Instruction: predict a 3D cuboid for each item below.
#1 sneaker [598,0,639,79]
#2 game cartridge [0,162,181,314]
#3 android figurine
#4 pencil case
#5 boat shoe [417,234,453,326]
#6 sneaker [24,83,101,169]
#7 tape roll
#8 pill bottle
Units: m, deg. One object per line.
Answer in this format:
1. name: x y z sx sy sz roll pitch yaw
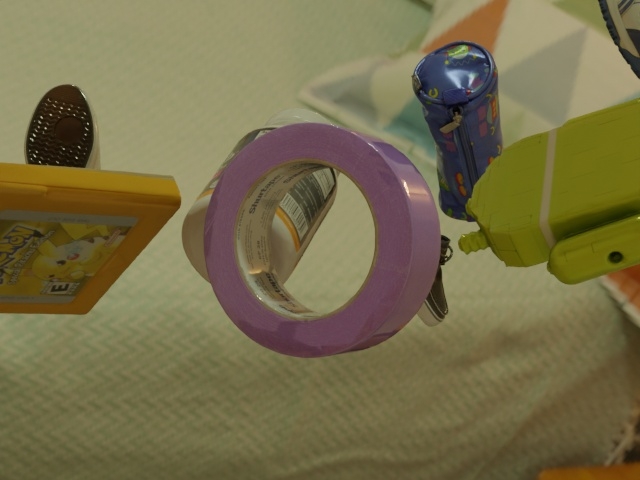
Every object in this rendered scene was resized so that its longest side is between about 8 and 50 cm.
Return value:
1. sneaker: 0.406 -0.344 1.648 0.112 0.131 0.296 16 61 -64
2. game cartridge: -0.374 0.007 1.637 0.324 0.285 0.052 1 57 -40
3. android figurine: 0.254 -0.052 1.232 0.056 0.273 0.248 59 26 -27
4. pencil case: 0.214 -0.150 1.966 0.119 0.306 0.133 -3 51 13
5. boat shoe: 0.143 0.006 1.850 0.080 0.076 0.228 -25 97 -68
6. sneaker: -0.369 -0.079 1.943 0.106 0.123 0.290 -3 76 0
7. tape roll: 0.000 0.000 1.582 0.275 0.275 0.090 42 17 20
8. pill bottle: -0.069 -0.061 1.841 0.162 0.162 0.278 30 39 0
